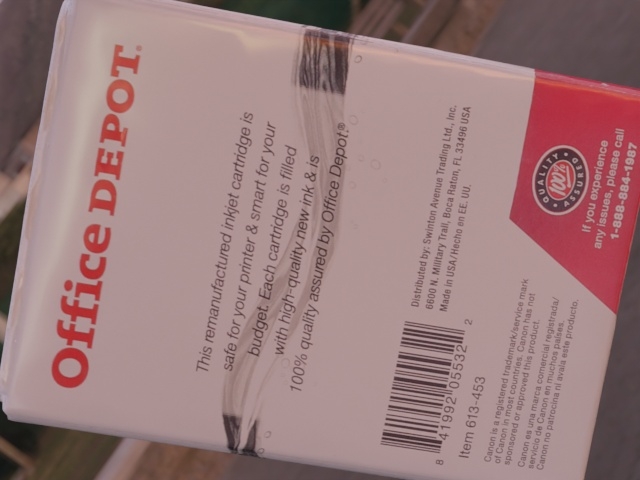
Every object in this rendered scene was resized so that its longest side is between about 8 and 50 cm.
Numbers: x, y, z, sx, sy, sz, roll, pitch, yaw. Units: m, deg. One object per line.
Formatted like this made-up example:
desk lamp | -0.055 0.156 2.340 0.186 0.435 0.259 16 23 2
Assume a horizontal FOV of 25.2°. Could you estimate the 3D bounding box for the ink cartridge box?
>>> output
ink cartridge box | 0.000 0.000 0.599 0.100 0.237 0.172 -129 49 -80
